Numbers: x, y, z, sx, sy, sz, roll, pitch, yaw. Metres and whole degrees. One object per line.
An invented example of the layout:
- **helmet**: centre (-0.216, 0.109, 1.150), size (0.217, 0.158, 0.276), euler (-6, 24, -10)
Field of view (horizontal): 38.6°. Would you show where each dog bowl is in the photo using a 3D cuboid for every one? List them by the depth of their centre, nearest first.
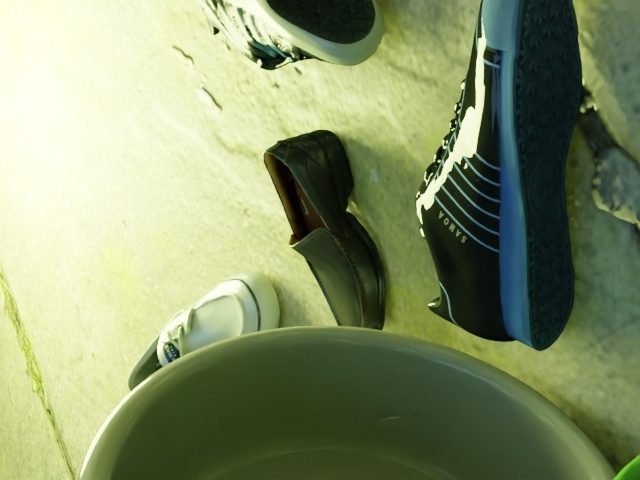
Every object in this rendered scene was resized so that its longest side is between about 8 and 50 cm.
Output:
- **dog bowl**: centre (0.019, 0.174, 0.521), size (0.349, 0.349, 0.102), euler (35, 130, 40)

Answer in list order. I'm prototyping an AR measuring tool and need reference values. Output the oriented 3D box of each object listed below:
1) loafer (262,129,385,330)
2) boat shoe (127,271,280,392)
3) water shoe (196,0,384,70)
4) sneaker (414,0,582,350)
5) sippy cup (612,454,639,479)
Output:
- **loafer**: centre (0.000, 0.000, 0.704), size (0.062, 0.061, 0.170), euler (-27, 80, 50)
- **boat shoe**: centre (-0.116, 0.107, 0.867), size (0.083, 0.076, 0.226), euler (61, 139, 18)
- **water shoe**: centre (-0.022, -0.167, 0.694), size (0.203, 0.073, 0.080), euler (38, 155, 37)
- **sneaker**: centre (0.100, -0.047, 0.552), size (0.090, 0.081, 0.232), euler (12, 111, 41)
- **sippy cup**: centre (0.253, 0.197, 0.322), size (0.240, 0.224, 0.305), euler (-36, 73, 48)
